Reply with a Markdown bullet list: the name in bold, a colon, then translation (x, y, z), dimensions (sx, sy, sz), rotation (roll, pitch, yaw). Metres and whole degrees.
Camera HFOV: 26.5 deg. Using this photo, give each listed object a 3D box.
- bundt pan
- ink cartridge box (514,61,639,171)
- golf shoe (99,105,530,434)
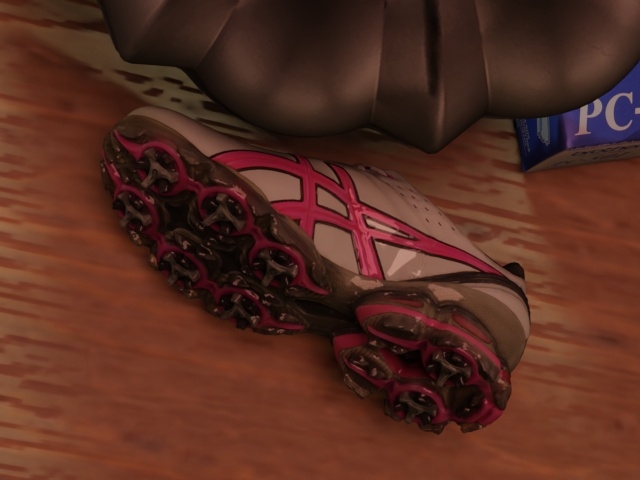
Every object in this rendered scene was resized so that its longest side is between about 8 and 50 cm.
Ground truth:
- **bundt pan**: translation (0.028, -0.176, 0.457), dimensions (0.331, 0.124, 0.330), rotation (0, 109, -1)
- **ink cartridge box**: translation (0.183, -0.093, 0.616), dimensions (0.207, 0.046, 0.097), rotation (-9, 82, -18)
- **golf shoe**: translation (0.000, 0.000, 0.543), dimensions (0.186, 0.067, 0.086), rotation (33, 46, -9)
